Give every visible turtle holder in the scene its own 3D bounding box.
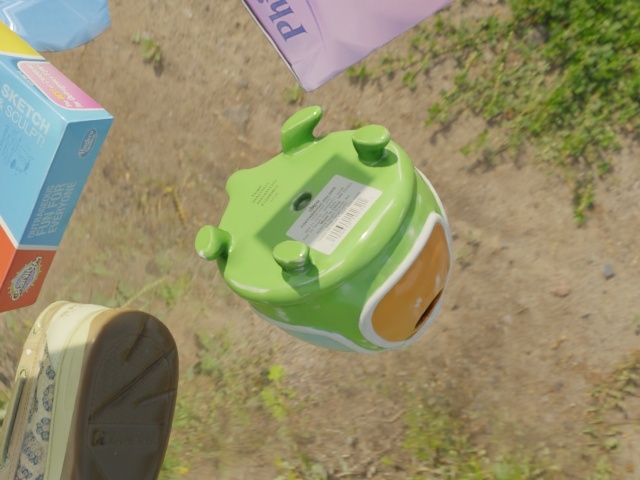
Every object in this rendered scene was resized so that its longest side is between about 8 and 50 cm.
[{"bbox_3d":[-0.001,0.014,1.237,0.227,0.320,0.243,48,46,-34],"label":"turtle holder"}]

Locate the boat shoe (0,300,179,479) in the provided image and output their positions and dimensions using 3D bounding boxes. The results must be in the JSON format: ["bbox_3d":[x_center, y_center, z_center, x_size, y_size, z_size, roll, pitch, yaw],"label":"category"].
[{"bbox_3d":[-0.161,0.179,0.675,0.104,0.089,0.285,25,76,-49],"label":"boat shoe"}]

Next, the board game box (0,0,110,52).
[{"bbox_3d":[-0.305,-0.274,1.215,0.133,0.033,0.169,-6,70,-12],"label":"board game box"}]

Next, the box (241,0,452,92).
[{"bbox_3d":[-0.021,-0.228,0.600,0.117,0.243,0.213,-31,111,12],"label":"box"}]

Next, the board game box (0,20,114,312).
[{"bbox_3d":[-0.377,-0.115,1.139,0.316,0.242,0.064,40,28,21],"label":"board game box"}]
